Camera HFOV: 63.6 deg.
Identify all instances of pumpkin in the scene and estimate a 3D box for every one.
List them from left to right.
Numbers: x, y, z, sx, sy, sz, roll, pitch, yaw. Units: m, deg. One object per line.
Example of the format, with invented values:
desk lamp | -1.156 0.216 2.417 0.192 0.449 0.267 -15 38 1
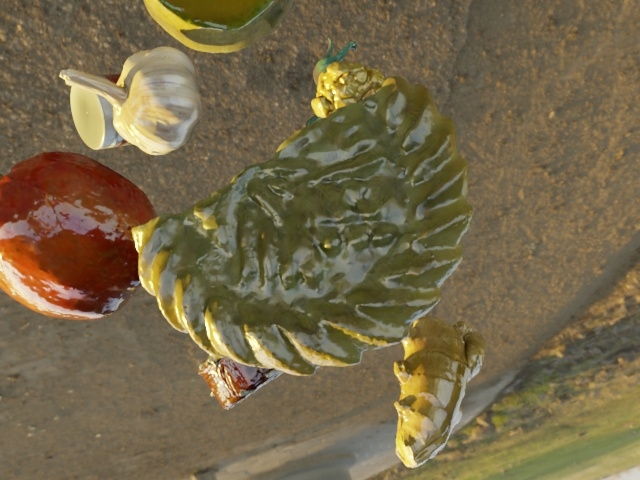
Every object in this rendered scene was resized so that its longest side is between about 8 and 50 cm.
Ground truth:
pumpkin | -0.195 -0.512 0.935 0.333 0.199 0.332 -2 113 -4

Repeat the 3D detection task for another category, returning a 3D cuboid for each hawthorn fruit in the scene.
hawthorn fruit | -0.332 -0.016 0.656 0.205 0.205 0.253 -36 125 23

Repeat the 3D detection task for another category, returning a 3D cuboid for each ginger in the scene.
ginger | 0.139 0.169 0.639 0.081 0.205 0.115 -1 129 42

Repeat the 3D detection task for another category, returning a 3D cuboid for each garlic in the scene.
garlic | -0.337 -0.264 0.918 0.226 0.199 0.199 9 138 -43

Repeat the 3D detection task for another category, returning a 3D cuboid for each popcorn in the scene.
popcorn | 0.071 -0.353 1.238 0.194 0.140 0.163 -22 110 -10

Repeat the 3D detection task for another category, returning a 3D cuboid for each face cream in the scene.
face cream | -0.577 -0.371 1.474 0.187 0.201 0.201 -22 157 -43

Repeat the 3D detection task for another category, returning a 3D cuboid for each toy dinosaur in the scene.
toy dinosaur | -0.002 -0.491 1.609 0.331 0.383 0.129 -27 147 -19

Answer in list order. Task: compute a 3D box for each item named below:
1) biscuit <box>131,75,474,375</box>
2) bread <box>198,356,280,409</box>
biscuit | 0.000 0.000 0.386 0.274 0.187 0.036 -32 161 0
bread | -0.083 0.162 0.711 0.161 0.073 0.160 -35 167 -10
